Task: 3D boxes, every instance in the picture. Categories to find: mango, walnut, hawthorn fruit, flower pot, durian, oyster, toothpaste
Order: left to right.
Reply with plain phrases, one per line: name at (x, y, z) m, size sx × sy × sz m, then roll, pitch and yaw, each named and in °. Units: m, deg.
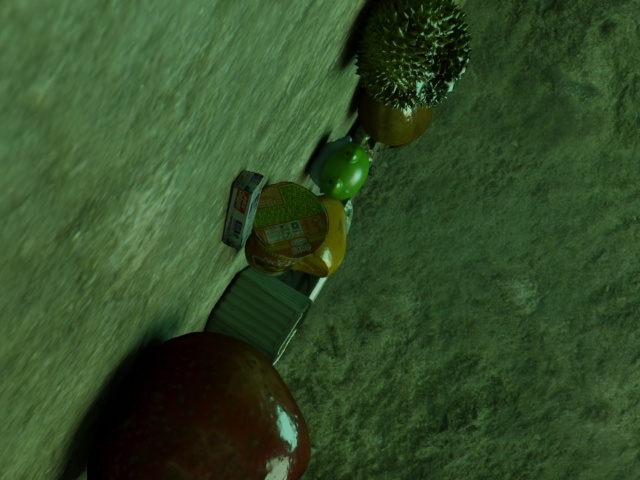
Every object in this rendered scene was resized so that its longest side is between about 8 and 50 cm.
hawthorn fruit at (-0.187, 0.370, 1.232) m, size 0.403 × 0.402 × 0.403 m, roll -59°, pitch 175°, yaw -8°
toothpaste at (-0.137, -0.051, 1.233) m, size 0.047 × 0.040 × 0.196 m, roll -62°, pitch 177°, yaw -32°
flower pot at (-0.153, 0.197, 1.705) m, size 0.209 × 0.189 × 0.239 m, roll -60°, pitch 174°, yaw 13°
mango at (-0.005, -0.032, 1.967) m, size 0.138 × 0.187 × 0.257 m, roll -44°, pitch -153°, yaw 52°
oyster at (0.159, -0.318, 2.173) m, size 0.337 × 0.133 × 0.198 m, roll -55°, pitch 176°, yaw -27°
walnut at (0.198, -0.377, 1.880) m, size 0.209 × 0.209 × 0.336 m, roll -59°, pitch 163°, yaw -11°
durian at (0.187, -0.410, 1.460) m, size 0.291 × 0.224 × 0.291 m, roll -24°, pitch 137°, yaw -25°

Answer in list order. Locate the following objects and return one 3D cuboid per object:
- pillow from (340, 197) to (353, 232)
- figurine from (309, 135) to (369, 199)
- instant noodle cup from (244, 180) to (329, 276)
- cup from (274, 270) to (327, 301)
pillow at (0.000, 0.000, 2.412) m, size 0.283 × 0.138 × 0.310 m, roll -54°, pitch 176°, yaw -44°
figurine at (0.048, -0.189, 1.826) m, size 0.162 × 0.143 × 0.263 m, roll -54°, pitch -174°, yaw 3°
instant noodle cup at (-0.086, -0.009, 1.457) m, size 0.168 × 0.168 × 0.185 m, roll -57°, pitch -177°, yaw -29°
cup at (-0.074, 0.110, 2.148) m, size 0.347 × 0.163 × 0.347 m, roll -59°, pitch 176°, yaw -6°
